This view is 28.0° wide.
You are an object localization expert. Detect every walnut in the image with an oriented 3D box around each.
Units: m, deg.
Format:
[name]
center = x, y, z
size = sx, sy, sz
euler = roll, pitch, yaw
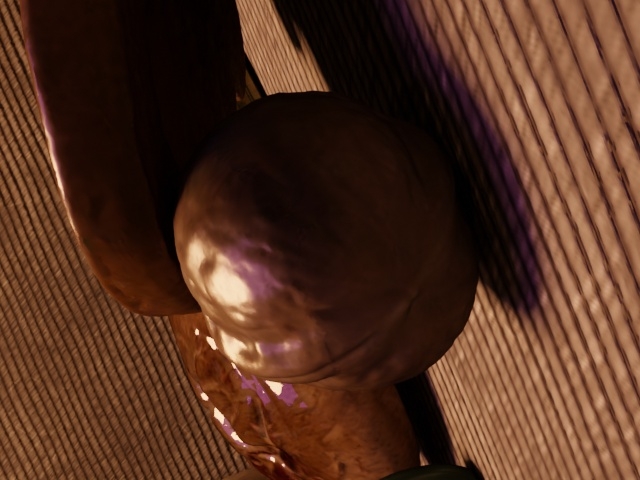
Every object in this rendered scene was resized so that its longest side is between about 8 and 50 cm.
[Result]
[walnut]
center = 0.001, -0.001, 0.591
size = 0.162, 0.140, 0.140
euler = 21, 135, 59

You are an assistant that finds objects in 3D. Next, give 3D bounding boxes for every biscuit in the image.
[biscuit]
center = -0.099, -0.141, 0.700
size = 0.314, 0.063, 0.367
euler = 29, -125, -82

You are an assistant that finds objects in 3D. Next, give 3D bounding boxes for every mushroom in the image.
[mushroom]
center = -0.022, 0.094, 0.978
size = 0.278, 0.146, 0.278
euler = 52, 167, 17

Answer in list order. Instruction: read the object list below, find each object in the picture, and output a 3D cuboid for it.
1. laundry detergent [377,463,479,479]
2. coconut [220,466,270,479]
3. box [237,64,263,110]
[laundry detergent]
center = 0.022, 0.244, 0.832
size = 0.078, 0.221, 0.144
euler = 102, 143, -75
[coconut]
center = -0.029, 0.344, 1.207
size = 0.329, 0.329, 0.329
euler = 157, 90, -83
[box]
center = -0.080, -0.092, 1.124
size = 0.159, 0.071, 0.240
euler = 79, 165, -67
